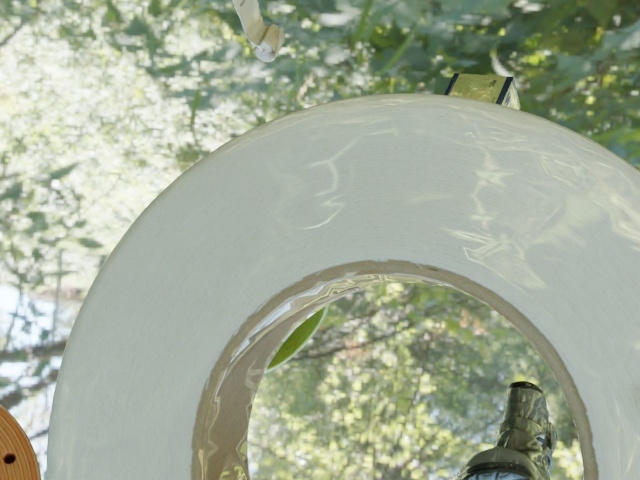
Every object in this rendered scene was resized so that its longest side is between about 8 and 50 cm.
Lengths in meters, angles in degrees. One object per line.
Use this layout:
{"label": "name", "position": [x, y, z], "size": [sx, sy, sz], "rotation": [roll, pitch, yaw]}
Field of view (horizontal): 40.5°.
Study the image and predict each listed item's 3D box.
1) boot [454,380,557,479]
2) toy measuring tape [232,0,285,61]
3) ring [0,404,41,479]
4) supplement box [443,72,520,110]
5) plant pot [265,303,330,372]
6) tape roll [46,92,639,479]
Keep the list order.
{"label": "boot", "position": [0.175, 0.197, 0.795], "size": [0.083, 0.161, 0.246], "rotation": [0, 145, 20]}
{"label": "toy measuring tape", "position": [-0.050, -0.304, 0.721], "size": [0.121, 0.330, 0.121], "rotation": [-12, -141, 10]}
{"label": "ring", "position": [-0.508, 0.325, 1.040], "size": [0.336, 0.337, 0.032], "rotation": [3, 149, -9]}
{"label": "supplement box", "position": [0.204, -0.166, 1.124], "size": [0.083, 0.083, 0.056], "rotation": [10, 149, 31]}
{"label": "plant pot", "position": [-0.048, 0.036, 0.600], "size": [0.079, 0.083, 0.083], "rotation": [41, -152, 28]}
{"label": "tape roll", "position": [0.041, 0.116, 0.461], "size": [0.392, 0.392, 0.072], "rotation": [7, 175, 17]}
